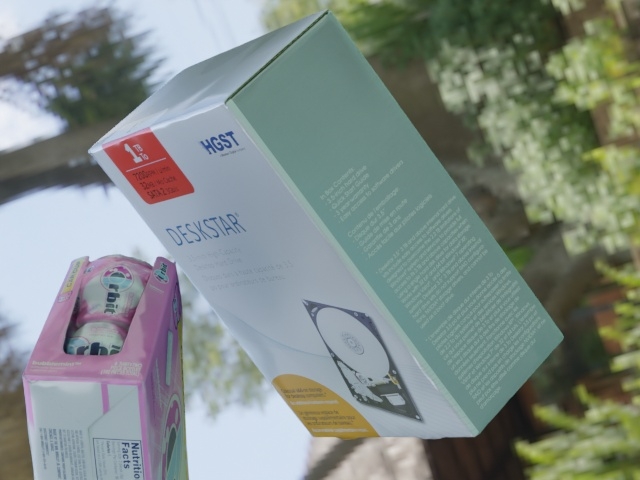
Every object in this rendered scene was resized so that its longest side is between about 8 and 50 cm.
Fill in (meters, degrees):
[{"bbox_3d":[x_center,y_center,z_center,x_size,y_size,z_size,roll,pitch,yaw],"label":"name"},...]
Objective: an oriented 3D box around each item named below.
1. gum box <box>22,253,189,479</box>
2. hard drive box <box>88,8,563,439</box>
[{"bbox_3d":[-0.109,0.108,0.916,0.107,0.062,0.188,-81,-8,-58],"label":"gum box"},{"bbox_3d":[0.000,0.000,0.995,0.089,0.181,0.232,-44,-75,-27],"label":"hard drive box"}]
